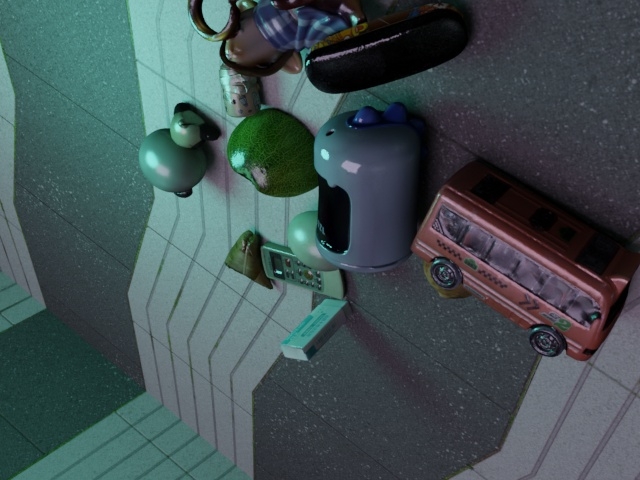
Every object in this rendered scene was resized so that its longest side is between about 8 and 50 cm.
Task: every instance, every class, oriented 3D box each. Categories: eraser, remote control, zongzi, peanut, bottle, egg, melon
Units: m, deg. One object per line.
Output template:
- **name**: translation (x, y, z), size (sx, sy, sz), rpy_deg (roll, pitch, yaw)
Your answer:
- **eraser**: translation (-0.009, 0.250, 2.008), size (0.095, 0.225, 0.052), rpy_deg (-1, 122, 43)
- **remote control**: translation (-0.050, 0.088, 2.057), size (0.285, 0.038, 0.123), rpy_deg (18, 133, 32)
- **zongzi**: translation (-0.190, 0.063, 2.142), size (0.176, 0.078, 0.160), rpy_deg (36, 141, -2)
- **peanut**: translation (0.302, 0.071, 1.646), size (0.140, 0.109, 0.159), rpy_deg (24, 164, 16)
- **bottle**: translation (-0.200, -0.385, 1.741), size (0.099, 0.099, 0.152), rpy_deg (18, 130, 31)
- **egg**: translation (0.000, 0.000, 1.843), size (0.192, 0.149, 0.149), rpy_deg (28, 138, 27)
- **melon**: translation (-0.119, -0.219, 1.749), size (0.265, 0.169, 0.129), rpy_deg (38, 140, 8)

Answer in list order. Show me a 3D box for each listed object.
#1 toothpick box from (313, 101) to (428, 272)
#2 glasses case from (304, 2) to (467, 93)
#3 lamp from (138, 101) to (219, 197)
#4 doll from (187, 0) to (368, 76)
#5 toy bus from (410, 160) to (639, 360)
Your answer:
- **toothpick box**: translation (0.113, -0.134, 1.566), size (0.263, 0.263, 0.355), rpy_deg (21, 132, 29)
- **glasses case**: translation (0.124, -0.367, 1.375), size (0.320, 0.082, 0.122), rpy_deg (-13, 146, 20)
- **lamp**: translation (-0.402, -0.250, 1.992), size (0.197, 0.197, 0.244), rpy_deg (40, 118, 9)
- **doll**: translation (-0.079, -0.463, 1.465), size (0.339, 0.209, 0.318), rpy_deg (-22, 114, 47)
- **toy bus**: translation (0.419, 0.033, 1.448), size (0.427, 0.203, 0.233), rpy_deg (34, 136, 19)
